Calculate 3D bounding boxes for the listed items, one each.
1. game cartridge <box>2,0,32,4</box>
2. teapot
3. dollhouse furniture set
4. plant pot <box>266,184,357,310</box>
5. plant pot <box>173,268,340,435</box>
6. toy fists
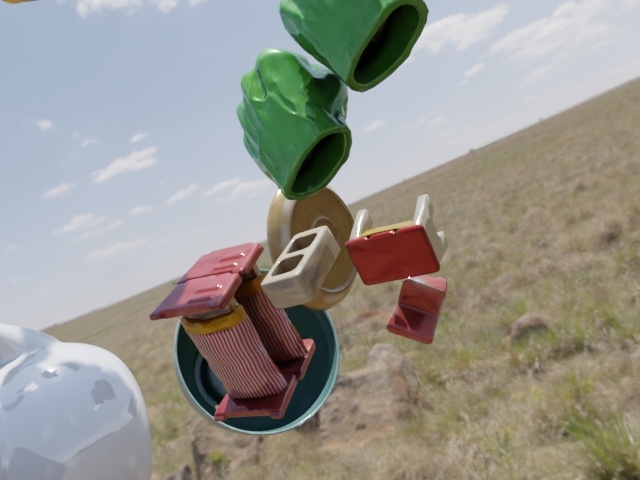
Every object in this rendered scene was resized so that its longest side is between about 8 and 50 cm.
[{"bbox_3d":[-0.327,-0.493,0.955,0.324,0.285,0.053,2,-6,27],"label":"game cartridge"},{"bbox_3d":[-0.308,0.229,0.693,0.187,0.256,0.252,6,-62,-47],"label":"teapot"},{"bbox_3d":[-0.007,0.101,0.883,0.374,0.201,0.152,-14,27,30],"label":"dollhouse furniture set"},{"bbox_3d":[0.000,0.000,1.154,0.032,0.236,0.236,-14,6,37],"label":"plant pot"},{"bbox_3d":[-0.136,0.222,1.246,0.293,0.293,0.196,-24,-13,-29],"label":"plant pot"},{"bbox_3d":[0.000,-0.181,0.708,0.096,0.142,0.279,-12,-35,-42],"label":"toy fists"}]
